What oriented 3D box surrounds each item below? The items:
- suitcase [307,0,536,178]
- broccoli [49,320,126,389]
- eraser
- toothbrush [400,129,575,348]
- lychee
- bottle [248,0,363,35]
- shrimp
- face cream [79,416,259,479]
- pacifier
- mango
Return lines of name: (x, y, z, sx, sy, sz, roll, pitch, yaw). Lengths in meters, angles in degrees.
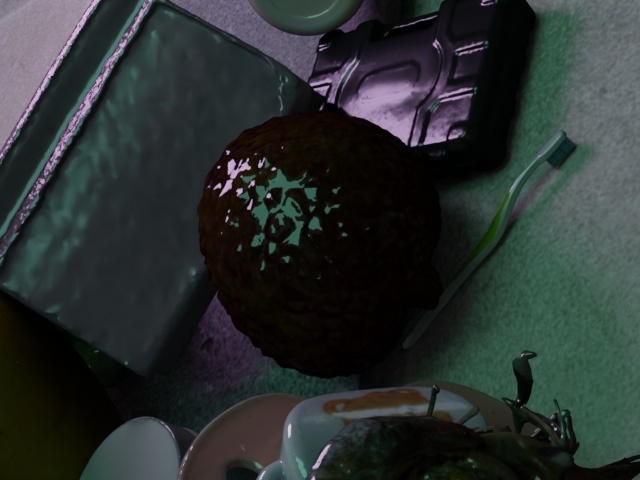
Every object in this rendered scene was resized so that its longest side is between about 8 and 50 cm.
suitcase: (0.091, -0.155, 1.486, 0.285, 0.066, 0.206, -7, 59, 45)
broccoli: (-0.322, 0.058, 1.678, 0.270, 0.270, 0.270, -31, 76, 31)
eraser: (-0.197, -0.071, 1.489, 0.272, 0.122, 0.359, 31, 90, 10)
toothbrush: (0.157, 0.000, 1.337, 0.263, 0.026, 0.022, -51, 22, 8)
lychee: (0.000, 0.000, 1.330, 0.260, 0.260, 0.261, -27, 47, 34)
bottle: (-0.003, -0.351, 1.630, 0.147, 0.147, 0.236, -36, 19, 26)
shrimp: (0.137, 0.170, 1.001, 0.116, 0.343, 0.145, -53, 51, 48)
face cream: (-0.140, 0.281, 1.371, 0.177, 0.153, 0.177, -29, 46, 35)
pacifier: (0.044, 0.225, 1.139, 0.273, 0.332, 0.221, 132, 133, -73)
mango: (-0.318, 0.193, 1.482, 0.182, 0.365, 0.253, -47, 6, 7)
